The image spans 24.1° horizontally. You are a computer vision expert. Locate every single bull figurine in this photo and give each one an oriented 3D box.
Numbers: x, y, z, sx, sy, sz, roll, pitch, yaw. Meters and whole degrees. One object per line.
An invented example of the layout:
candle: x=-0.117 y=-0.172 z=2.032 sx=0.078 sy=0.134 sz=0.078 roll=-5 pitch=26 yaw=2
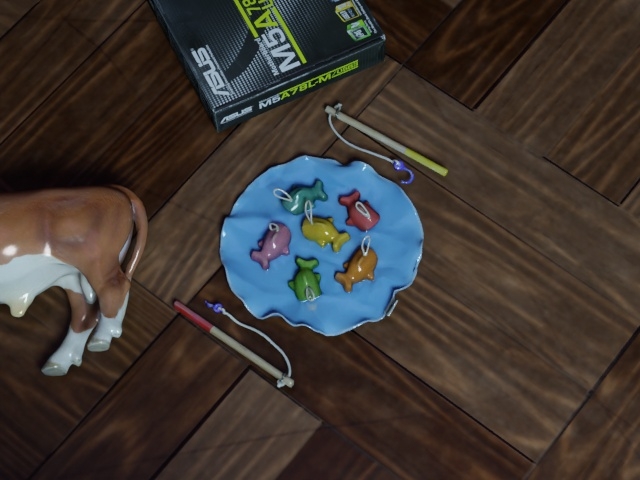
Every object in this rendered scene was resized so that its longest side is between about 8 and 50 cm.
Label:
bull figurine: x=-0.307 y=0.026 z=1.322 sx=0.310 sy=0.101 sz=0.188 roll=-7 pitch=68 yaw=1

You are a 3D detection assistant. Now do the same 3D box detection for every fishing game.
fishing game: x=0.000 y=0.000 z=1.359 sx=0.189 sy=0.041 sz=0.264 roll=34 pitch=70 yaw=19

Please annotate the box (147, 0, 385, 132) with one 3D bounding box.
box: x=-0.058 y=-0.221 z=1.465 sx=0.184 sy=0.045 sz=0.191 roll=-23 pitch=65 yaw=-12
